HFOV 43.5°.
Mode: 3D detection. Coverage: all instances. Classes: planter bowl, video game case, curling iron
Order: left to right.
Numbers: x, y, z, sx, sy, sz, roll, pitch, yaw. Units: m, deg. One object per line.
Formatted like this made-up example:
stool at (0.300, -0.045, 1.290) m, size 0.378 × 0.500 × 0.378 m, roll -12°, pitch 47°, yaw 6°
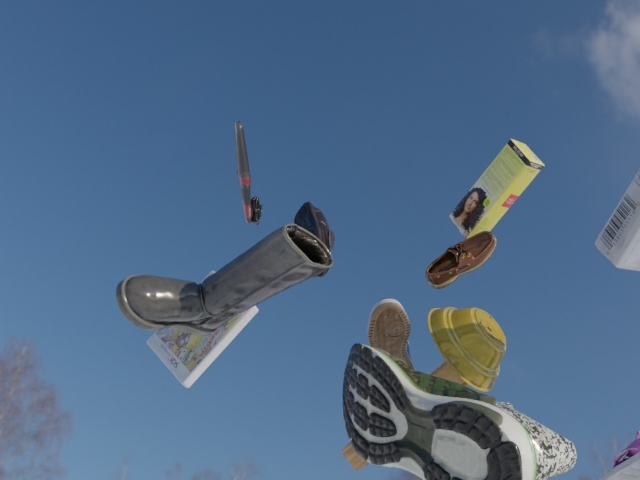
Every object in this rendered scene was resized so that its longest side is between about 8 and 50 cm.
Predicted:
video game case at (-0.267, 0.192, 1.788) m, size 0.206 × 0.227 × 0.026 m, roll 32°, pitch -13°, yaw 50°
curling iron at (-0.184, -0.161, 1.958) m, size 0.035 × 0.068 × 0.274 m, roll -1°, pitch -59°, yaw 15°
planter bowl at (0.341, 0.214, 1.758) m, size 0.217 × 0.217 × 0.090 m, roll 33°, pitch -61°, yaw -27°

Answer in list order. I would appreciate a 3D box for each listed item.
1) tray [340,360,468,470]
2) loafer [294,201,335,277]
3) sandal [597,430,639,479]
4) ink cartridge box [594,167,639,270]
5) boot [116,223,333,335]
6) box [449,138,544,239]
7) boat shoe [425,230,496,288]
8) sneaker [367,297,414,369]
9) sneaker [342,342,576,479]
tray at (0.246, 0.418, 2.045) m, size 0.076 × 0.203 × 0.411 m, roll 49°, pitch -63°, yaw 10°
loafer at (0.000, 0.000, 1.658) m, size 0.078 × 0.220 × 0.080 m, roll 25°, pitch -58°, yaw -24°
sandal at (0.720, 0.449, 1.707) m, size 0.169 × 0.102 × 0.416 m, roll 24°, pitch -57°, yaw -23°
ink cartridge box at (0.764, -0.072, 1.535) m, size 0.385 × 0.091 × 0.308 m, roll 7°, pitch -57°, yaw -22°
boot at (-0.114, 0.045, 0.973) m, size 0.208 × 0.076 × 0.190 m, roll -25°, pitch -23°, yaw 30°
box at (0.390, -0.108, 1.791) m, size 0.058 × 0.087 × 0.232 m, roll 14°, pitch -57°, yaw -38°
boat shoe at (0.307, 0.038, 1.759) m, size 0.178 × 0.064 × 0.060 m, roll -36°, pitch -35°, yaw 4°
sneaker at (0.157, 0.202, 1.884) m, size 0.099 × 0.153 × 0.282 m, roll -12°, pitch -48°, yaw 3°
sneaker at (0.177, 0.254, 1.112) m, size 0.182 × 0.158 × 0.410 m, roll 6°, pitch 9°, yaw -33°
